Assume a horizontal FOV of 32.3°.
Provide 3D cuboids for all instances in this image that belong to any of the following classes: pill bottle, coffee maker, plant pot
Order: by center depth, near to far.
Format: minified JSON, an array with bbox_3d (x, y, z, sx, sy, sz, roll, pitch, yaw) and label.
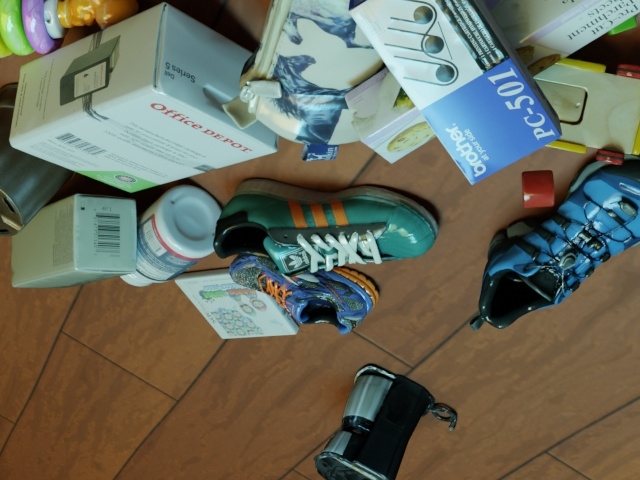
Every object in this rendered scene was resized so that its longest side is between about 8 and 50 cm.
[{"bbox_3d":[-0.430,-0.105,1.548,0.167,0.165,0.167,18,142,15],"label":"plant pot"},{"bbox_3d":[-0.225,0.000,1.592,0.108,0.108,0.180,40,142,-16],"label":"pill bottle"},{"bbox_3d":[0.100,0.303,1.687,0.171,0.178,0.120,11,141,21],"label":"coffee maker"}]

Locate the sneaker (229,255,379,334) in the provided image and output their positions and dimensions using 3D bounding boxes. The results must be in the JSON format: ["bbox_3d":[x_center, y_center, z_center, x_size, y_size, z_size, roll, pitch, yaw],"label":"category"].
[{"bbox_3d":[-0.032,0.070,1.571,0.221,0.087,0.083,14,140,17],"label":"sneaker"}]

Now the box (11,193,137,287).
[{"bbox_3d":[-0.366,0.006,1.620,0.094,0.113,0.275,3,173,-33],"label":"box"}]

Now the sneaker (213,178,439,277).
[{"bbox_3d":[0.000,0.000,1.441,0.302,0.121,0.108,6,138,26],"label":"sneaker"}]

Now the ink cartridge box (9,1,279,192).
[{"bbox_3d":[-0.208,-0.160,1.330,0.273,0.114,0.198,-12,156,39],"label":"ink cartridge box"}]

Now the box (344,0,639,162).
[{"bbox_3d":[0.173,-0.186,1.046,0.324,0.063,0.067,-30,149,21],"label":"box"}]

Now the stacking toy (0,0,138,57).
[{"bbox_3d":[-0.364,-0.284,1.337,0.302,0.175,0.165,3,145,8],"label":"stacking toy"}]

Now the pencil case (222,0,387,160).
[{"bbox_3d":[0.023,-0.261,1.068,0.160,0.184,0.410,47,148,20],"label":"pencil case"}]

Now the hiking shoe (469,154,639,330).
[{"bbox_3d":[0.293,0.012,1.265,0.113,0.132,0.304,34,142,-8],"label":"hiking shoe"}]

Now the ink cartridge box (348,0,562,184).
[{"bbox_3d":[0.123,-0.157,0.991,0.097,0.046,0.207,-29,116,21],"label":"ink cartridge box"}]

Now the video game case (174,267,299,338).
[{"bbox_3d":[-0.131,0.099,1.722,0.157,0.019,0.143,-7,131,37],"label":"video game case"}]

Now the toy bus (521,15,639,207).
[{"bbox_3d":[0.256,-0.140,1.130,0.191,0.104,0.202,-33,94,12],"label":"toy bus"}]
